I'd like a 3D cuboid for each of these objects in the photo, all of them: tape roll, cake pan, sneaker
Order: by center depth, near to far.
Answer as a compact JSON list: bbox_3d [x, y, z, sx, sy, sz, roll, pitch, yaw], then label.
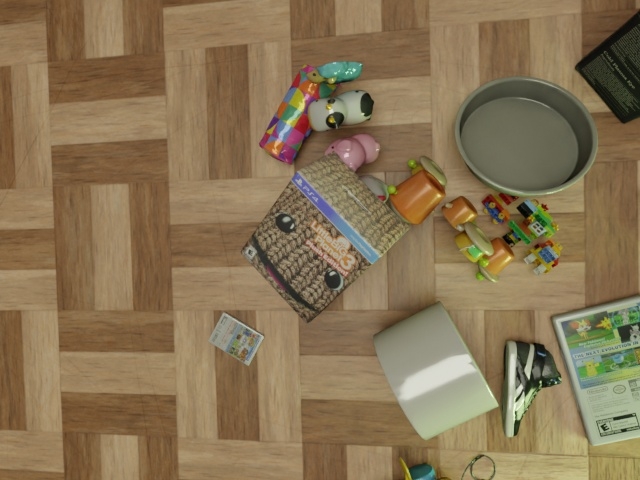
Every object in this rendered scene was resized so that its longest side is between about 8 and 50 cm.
[{"bbox_3d":[0.244,0.274,1.049,0.169,0.246,0.246,-30,87,9],"label":"tape roll"},{"bbox_3d":[0.434,-0.220,1.054,0.293,0.054,0.293,-1,69,4],"label":"cake pan"},{"bbox_3d":[0.475,0.338,1.095,0.121,0.079,0.217,3,91,11],"label":"sneaker"}]

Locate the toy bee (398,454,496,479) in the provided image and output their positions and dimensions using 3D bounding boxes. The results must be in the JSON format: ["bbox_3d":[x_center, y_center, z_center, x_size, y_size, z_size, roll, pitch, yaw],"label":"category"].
[{"bbox_3d":[0.242,0.571,1.100,0.298,0.162,0.195,-43,83,8],"label":"toy bee"}]

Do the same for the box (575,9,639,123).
[{"bbox_3d":[0.728,-0.420,0.916,0.343,0.312,0.179,-38,86,9],"label":"box"}]

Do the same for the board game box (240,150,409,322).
[{"bbox_3d":[0.000,0.000,1.064,0.232,0.141,0.291,46,132,5],"label":"board game box"}]

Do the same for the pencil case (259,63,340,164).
[{"bbox_3d":[-0.049,-0.296,1.155,0.104,0.104,0.236,35,97,7],"label":"pencil case"}]

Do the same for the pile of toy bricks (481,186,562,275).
[{"bbox_3d":[0.472,-0.042,1.084,0.105,0.118,0.212,-31,76,-23],"label":"pile of toy bricks"}]

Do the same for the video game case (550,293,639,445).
[{"bbox_3d":[0.719,0.271,1.077,0.329,0.036,0.300,-17,89,10],"label":"video game case"}]

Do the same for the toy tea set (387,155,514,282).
[{"bbox_3d":[0.276,-0.027,1.076,0.124,0.200,0.336,-42,87,28],"label":"toy tea set"}]

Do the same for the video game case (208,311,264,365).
[{"bbox_3d":[-0.213,0.249,1.239,0.122,0.011,0.087,29,95,7],"label":"video game case"}]

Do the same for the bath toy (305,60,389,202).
[{"bbox_3d":[0.068,-0.211,1.077,0.151,0.129,0.348,-18,106,-5],"label":"bath toy"}]
